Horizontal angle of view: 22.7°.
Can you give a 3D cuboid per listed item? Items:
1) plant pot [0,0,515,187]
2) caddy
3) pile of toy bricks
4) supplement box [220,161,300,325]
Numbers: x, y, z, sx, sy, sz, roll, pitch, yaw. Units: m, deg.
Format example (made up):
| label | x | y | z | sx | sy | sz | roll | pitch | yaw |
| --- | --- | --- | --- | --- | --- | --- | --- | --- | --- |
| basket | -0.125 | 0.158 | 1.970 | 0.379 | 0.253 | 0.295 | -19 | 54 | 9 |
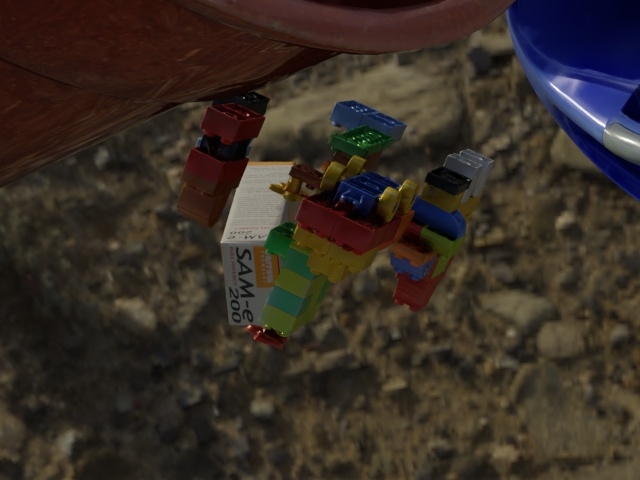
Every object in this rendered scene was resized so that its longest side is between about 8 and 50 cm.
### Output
| label | x | y | z | sx | sy | sz | roll | pitch | yaw |
| --- | --- | --- | --- | --- | --- | --- | --- | --- | --- |
| plant pot | -0.117 | -0.126 | 0.461 | 0.265 | 0.272 | 0.272 | -26 | 38 | 40 |
| caddy | 0.263 | -0.104 | 0.999 | 0.179 | 0.241 | 0.341 | -42 | 32 | -17 |
| pile of toy bricks | 0.000 | 0.000 | 0.726 | 0.118 | 0.212 | 0.105 | 26 | 103 | 13 |
| supplement box | -0.036 | 0.001 | 0.991 | 0.036 | 0.062 | 0.098 | 0 | 32 | 7 |
